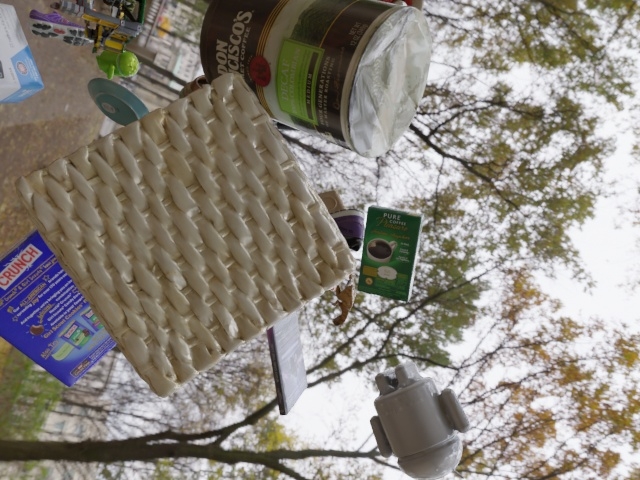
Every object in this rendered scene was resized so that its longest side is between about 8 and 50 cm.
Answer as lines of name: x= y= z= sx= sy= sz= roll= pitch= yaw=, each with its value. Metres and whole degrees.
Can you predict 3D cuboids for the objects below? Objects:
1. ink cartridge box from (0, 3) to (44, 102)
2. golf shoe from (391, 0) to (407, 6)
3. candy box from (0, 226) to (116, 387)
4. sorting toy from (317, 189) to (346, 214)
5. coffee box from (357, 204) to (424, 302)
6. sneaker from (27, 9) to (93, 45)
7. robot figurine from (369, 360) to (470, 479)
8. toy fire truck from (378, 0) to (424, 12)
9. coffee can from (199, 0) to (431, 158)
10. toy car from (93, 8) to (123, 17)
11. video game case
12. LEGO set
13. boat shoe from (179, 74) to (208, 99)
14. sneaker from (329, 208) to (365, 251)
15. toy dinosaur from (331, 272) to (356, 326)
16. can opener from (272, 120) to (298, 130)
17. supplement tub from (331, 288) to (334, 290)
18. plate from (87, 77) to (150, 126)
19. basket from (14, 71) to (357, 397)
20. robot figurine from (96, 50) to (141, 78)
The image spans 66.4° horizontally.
ink cartridge box: x=-0.873 y=-0.452 z=1.171 sx=0.129 sy=0.307 sz=0.223 roll=-12 pitch=-79 yaw=28
golf shoe: x=0.166 y=-0.446 z=1.106 sx=0.086 sy=0.068 sz=0.186 roll=27 pitch=-77 yaw=43
candy box: x=-0.608 y=0.135 z=1.152 sx=0.268 sy=0.317 sz=0.122 roll=-45 pitch=-151 yaw=-17
sorting toy: x=0.006 y=-0.096 z=1.871 sx=0.038 sy=0.208 sz=0.193 roll=108 pitch=-36 yaw=-55
coffee box: x=0.142 y=0.026 z=0.995 sx=0.040 sy=0.113 sz=0.184 roll=-31 pitch=129 yaw=-63
sneaker: x=-0.692 y=-0.582 z=1.320 sx=0.068 sy=0.170 sz=0.071 roll=-26 pitch=-110 yaw=44
robot figurine: x=0.286 y=0.544 z=1.447 sx=0.300 sy=0.200 sz=0.353 roll=-33 pitch=-110 yaw=28
toy fire truck: x=0.193 y=-0.762 z=1.623 sx=0.217 sy=0.247 sz=0.158 roll=-153 pitch=-110 yaw=-70
coffee can: x=-0.009 y=-0.260 z=0.717 sx=0.275 sy=0.201 sz=0.201 roll=28 pitch=-82 yaw=29
toy car: x=-0.688 y=-0.719 z=1.545 sx=0.060 sy=0.122 sz=0.040 roll=63 pitch=19 yaw=-63
video game case: x=-0.090 y=0.300 z=1.325 sx=0.196 sy=0.026 sz=0.274 roll=-23 pitch=106 yaw=-74
LEGO set: x=-0.516 y=-0.605 z=1.113 sx=0.255 sy=0.192 sz=0.331 roll=27 pitch=-74 yaw=52
boat shoe: x=-0.245 y=-0.418 z=1.447 sx=0.116 sy=0.324 sz=0.123 roll=-31 pitch=-107 yaw=50
sneaker: x=0.000 y=0.000 z=1.440 sx=0.283 sy=0.107 sz=0.124 roll=-15 pitch=-118 yaw=36
toy dinosaur: x=0.065 y=0.121 z=1.144 sx=0.211 sy=0.064 sz=0.112 roll=97 pitch=-15 yaw=-47
can opener: x=-0.131 y=-0.412 z=1.760 sx=0.076 sy=0.284 sz=0.095 roll=115 pitch=-25 yaw=-62
supplement tub: x=-0.025 y=0.112 z=1.782 sx=0.117 sy=0.191 sz=0.117 roll=18 pitch=90 yaw=-80
plate: x=-0.547 y=-0.360 z=1.329 sx=0.188 sy=0.188 sz=0.024 roll=-25 pitch=-142 yaw=57
basket: x=-0.177 y=-0.002 z=0.708 sx=0.328 sy=0.331 sz=0.266 roll=-33 pitch=-173 yaw=-14
robot figurine: x=-0.538 y=-0.473 z=1.306 sx=0.101 sy=0.115 sz=0.067 roll=-62 pitch=157 yaw=-48
